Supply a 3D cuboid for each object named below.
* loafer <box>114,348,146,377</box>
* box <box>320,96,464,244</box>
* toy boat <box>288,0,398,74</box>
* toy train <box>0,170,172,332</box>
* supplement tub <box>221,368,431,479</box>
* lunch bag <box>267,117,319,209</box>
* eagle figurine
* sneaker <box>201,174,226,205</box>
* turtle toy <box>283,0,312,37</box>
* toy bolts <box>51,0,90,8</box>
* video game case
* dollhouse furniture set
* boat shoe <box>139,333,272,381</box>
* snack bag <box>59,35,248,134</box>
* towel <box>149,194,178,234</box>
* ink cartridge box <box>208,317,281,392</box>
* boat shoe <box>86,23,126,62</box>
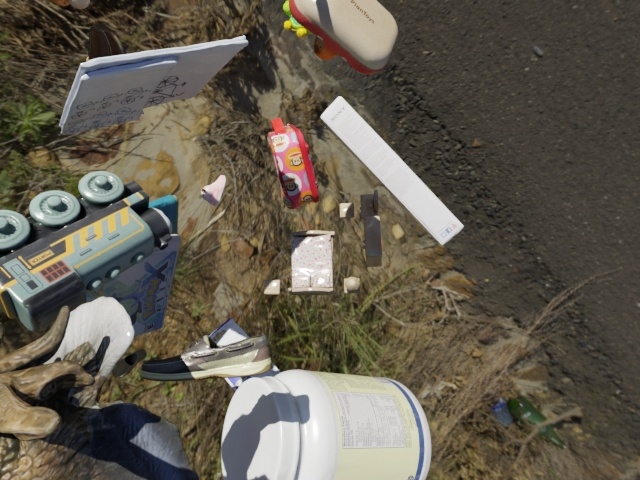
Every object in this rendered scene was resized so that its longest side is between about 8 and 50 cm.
[{"bbox_3d":[-0.730,0.464,1.645,0.148,0.050,0.056,-43,74,1],"label":"loafer"},{"bbox_3d":[0.134,-0.139,0.872,0.058,0.232,0.322,-43,94,10],"label":"box"},{"bbox_3d":[0.034,-0.427,0.885,0.231,0.151,0.150,33,62,-21],"label":"toy boat"},{"bbox_3d":[-0.431,0.008,0.771,0.190,0.334,0.142,43,137,8],"label":"toy train"},{"bbox_3d":[0.013,0.361,0.784,0.325,0.235,0.235,17,103,-34],"label":"supplement tub"},{"bbox_3d":[-0.095,-0.248,1.330,0.120,0.293,0.258,-18,112,-3],"label":"lunch bag"},{"bbox_3d":[-0.223,0.218,0.358,0.225,0.226,0.298,-24,118,-19],"label":"eagle figurine"},{"bbox_3d":[-0.398,-0.198,1.607,0.070,0.051,0.134,26,58,-28],"label":"sneaker"},{"bbox_3d":[-0.054,-0.621,1.212,0.130,0.095,0.066,38,135,18],"label":"turtle toy"},{"bbox_3d":[-0.677,-0.729,1.114,0.159,0.228,0.218,32,103,-10],"label":"toy bolts"},{"bbox_3d":[-0.556,0.147,1.236,0.036,0.300,0.328,29,111,28],"label":"video game case"},{"bbox_3d":[0.000,0.000,1.291,0.356,0.174,0.302,-2,73,6],"label":"dollhouse furniture set"},{"bbox_3d":[-0.135,0.138,0.516,0.153,0.056,0.049,-3,83,-7],"label":"boat shoe"},{"bbox_3d":[-0.354,-0.320,0.911,0.343,0.323,0.037,-30,101,-36],"label":"snack bag"},{"bbox_3d":[-0.660,0.002,1.498,0.370,0.040,0.271,-29,147,-41],"label":"towel"},{"bbox_3d":[-0.290,0.456,1.615,0.165,0.065,0.333,-40,63,-16],"label":"ink cartridge box"},{"bbox_3d":[-0.700,-0.518,1.402,0.123,0.120,0.323,27,134,12],"label":"boat shoe"}]
